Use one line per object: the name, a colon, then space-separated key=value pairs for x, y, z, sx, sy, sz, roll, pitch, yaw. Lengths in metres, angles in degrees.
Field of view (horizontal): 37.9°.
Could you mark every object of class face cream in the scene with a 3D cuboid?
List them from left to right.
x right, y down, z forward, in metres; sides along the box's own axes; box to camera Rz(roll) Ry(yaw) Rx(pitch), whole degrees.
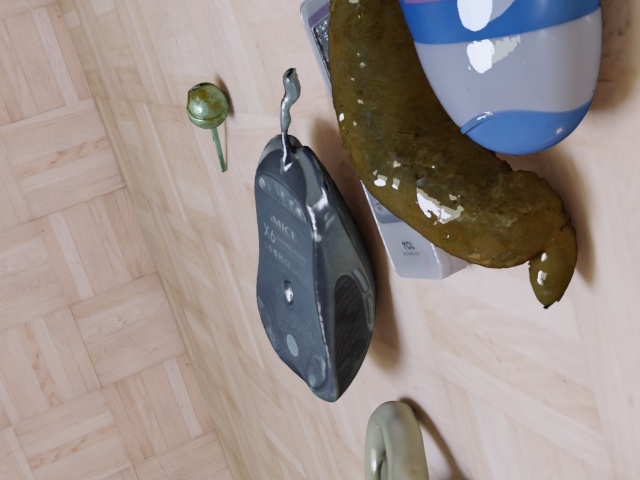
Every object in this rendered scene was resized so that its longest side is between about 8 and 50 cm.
face cream: x=0.079 y=-0.170 z=0.479 sx=0.149 sy=0.083 sz=0.263 roll=21 pitch=131 yaw=63

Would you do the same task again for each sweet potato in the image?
sweet potato: x=0.063 y=-0.088 z=0.614 sx=0.124 sy=0.098 sz=0.309 roll=-35 pitch=75 yaw=51

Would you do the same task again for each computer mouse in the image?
computer mouse: x=0.000 y=0.000 z=0.937 sx=0.167 sy=0.090 sz=0.379 roll=40 pitch=142 yaw=46

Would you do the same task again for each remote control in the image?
remote control: x=0.050 y=-0.088 z=0.756 sx=0.250 sy=0.034 sz=0.103 roll=70 pitch=163 yaw=-6

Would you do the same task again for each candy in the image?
candy: x=-0.145 y=-0.146 z=1.276 sx=0.061 sy=0.061 sz=0.202 roll=61 pitch=170 yaw=22

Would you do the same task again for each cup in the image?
cup: x=0.099 y=0.310 z=0.967 sx=0.173 sy=0.255 sz=0.202 roll=22 pitch=156 yaw=3
